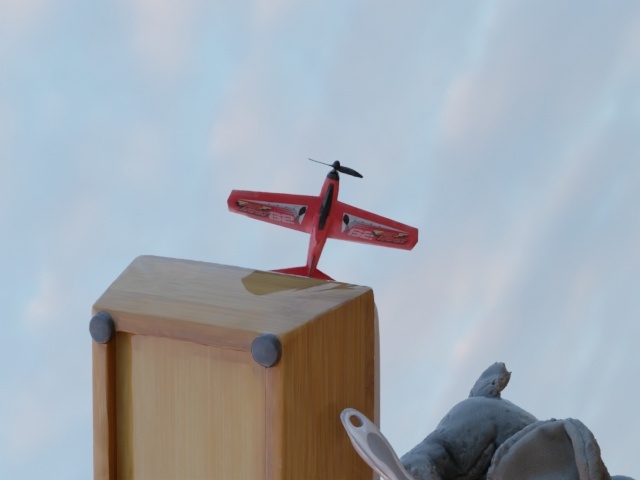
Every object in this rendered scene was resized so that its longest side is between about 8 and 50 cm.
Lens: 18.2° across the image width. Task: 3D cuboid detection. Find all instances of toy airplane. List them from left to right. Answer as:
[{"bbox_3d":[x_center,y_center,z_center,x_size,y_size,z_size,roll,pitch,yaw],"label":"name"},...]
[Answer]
[{"bbox_3d":[0.000,0.000,1.541,0.028,0.151,0.151,-81,6,-56],"label":"toy airplane"}]

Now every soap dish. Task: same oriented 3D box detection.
[{"bbox_3d":[-0.068,0.167,1.486,0.118,0.229,0.291,-11,-76,-52],"label":"soap dish"}]

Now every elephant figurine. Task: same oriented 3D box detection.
[{"bbox_3d":[0.188,0.220,1.561,0.169,0.239,0.186,-16,-69,-52],"label":"elephant figurine"}]

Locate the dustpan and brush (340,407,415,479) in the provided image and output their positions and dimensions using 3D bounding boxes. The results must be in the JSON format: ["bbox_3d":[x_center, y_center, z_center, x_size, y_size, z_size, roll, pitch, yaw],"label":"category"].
[{"bbox_3d":[0.079,0.207,1.395,0.147,0.211,0.060,-34,-17,-26],"label":"dustpan and brush"}]
